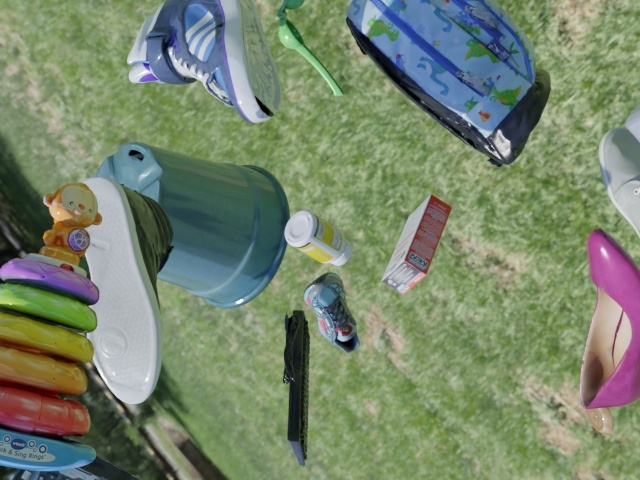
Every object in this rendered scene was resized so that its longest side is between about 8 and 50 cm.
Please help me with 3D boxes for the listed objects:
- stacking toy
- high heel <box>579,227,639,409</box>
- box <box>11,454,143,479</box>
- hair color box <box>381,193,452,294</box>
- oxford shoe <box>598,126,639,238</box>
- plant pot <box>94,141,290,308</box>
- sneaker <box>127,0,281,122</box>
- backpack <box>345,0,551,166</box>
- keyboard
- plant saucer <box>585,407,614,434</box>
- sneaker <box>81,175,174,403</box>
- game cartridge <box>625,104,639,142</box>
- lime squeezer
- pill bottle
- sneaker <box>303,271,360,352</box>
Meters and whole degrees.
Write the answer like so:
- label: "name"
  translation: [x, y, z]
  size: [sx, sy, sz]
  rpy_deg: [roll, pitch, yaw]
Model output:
- label: "stacking toy"
  translation: [-0.295, 0.078, 0.804]
  size: [0.175, 0.302, 0.165]
  rpy_deg: [25, 161, -33]
- label: "high heel"
  translation: [0.474, 0.149, 1.273]
  size: [0.377, 0.181, 0.127]
  rpy_deg: [55, -171, -29]
- label: "box"
  translation: [-0.496, 0.548, 1.423]
  size: [0.242, 0.307, 0.076]
  rpy_deg: [31, 153, -5]
- label: "hair color box"
  translation: [0.179, 0.007, 1.402]
  size: [0.053, 0.167, 0.093]
  rpy_deg: [32, 146, -6]
- label: "oxford shoe"
  translation: [0.743, -0.067, 1.645]
  size: [0.130, 0.169, 0.450]
  rpy_deg: [92, 165, -65]
- label: "plant pot"
  translation: [-0.301, -0.047, 1.651]
  size: [0.334, 0.341, 0.341]
  rpy_deg: [19, -170, -48]
- label: "sneaker"
  translation: [-0.207, -0.282, 1.265]
  size: [0.130, 0.236, 0.323]
  rpy_deg: [39, -149, -54]
- label: "backpack"
  translation: [0.213, -0.321, 1.270]
  size: [0.355, 0.273, 0.290]
  rpy_deg: [27, -157, 3]
- label: "keyboard"
  translation: [-0.044, 0.275, 1.556]
  size: [0.202, 0.033, 0.317]
  rpy_deg: [74, -168, -46]
- label: "plant saucer"
  translation: [0.527, 0.332, 1.448]
  size: [0.083, 0.015, 0.083]
  rpy_deg: [165, 90, -79]
- label: "sneaker"
  translation: [-0.243, 0.061, 1.026]
  size: [0.147, 0.104, 0.296]
  rpy_deg: [-9, -91, -76]
- label: "game cartridge"
  translation: [0.579, -0.140, 1.061]
  size: [0.196, 0.060, 0.294]
  rpy_deg: [44, 167, -19]
- label: "lime squeezer"
  translation: [-0.028, -0.412, 1.366]
  size: [0.109, 0.059, 0.311]
  rpy_deg: [4, 110, 26]
- label: "pill bottle"
  translation: [0.000, 0.000, 1.268]
  size: [0.116, 0.065, 0.065]
  rpy_deg: [32, 178, -43]
- label: "sneaker"
  translation: [0.046, 0.180, 1.848]
  size: [0.125, 0.104, 0.262]
  rpy_deg: [48, 168, 39]
